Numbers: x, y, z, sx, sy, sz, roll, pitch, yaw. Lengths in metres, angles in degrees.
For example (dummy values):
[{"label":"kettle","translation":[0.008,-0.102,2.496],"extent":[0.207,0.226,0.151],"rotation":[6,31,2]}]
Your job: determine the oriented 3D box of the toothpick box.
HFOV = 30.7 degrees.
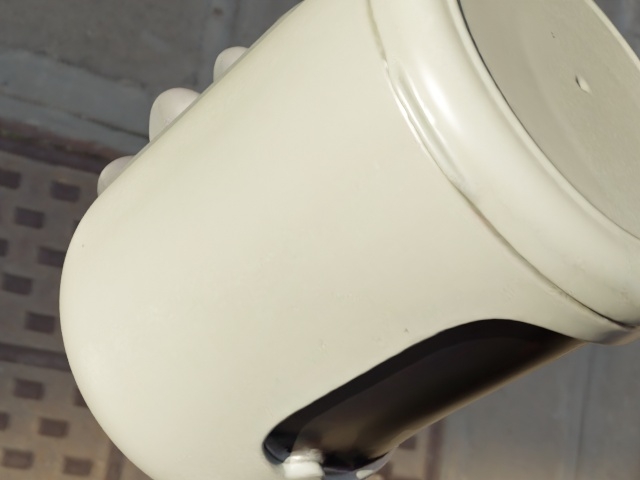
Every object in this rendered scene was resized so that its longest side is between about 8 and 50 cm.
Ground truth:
[{"label":"toothpick box","translation":[0.000,0.000,0.579],"extent":[0.229,0.316,0.229],"rotation":[31,40,-31]}]
